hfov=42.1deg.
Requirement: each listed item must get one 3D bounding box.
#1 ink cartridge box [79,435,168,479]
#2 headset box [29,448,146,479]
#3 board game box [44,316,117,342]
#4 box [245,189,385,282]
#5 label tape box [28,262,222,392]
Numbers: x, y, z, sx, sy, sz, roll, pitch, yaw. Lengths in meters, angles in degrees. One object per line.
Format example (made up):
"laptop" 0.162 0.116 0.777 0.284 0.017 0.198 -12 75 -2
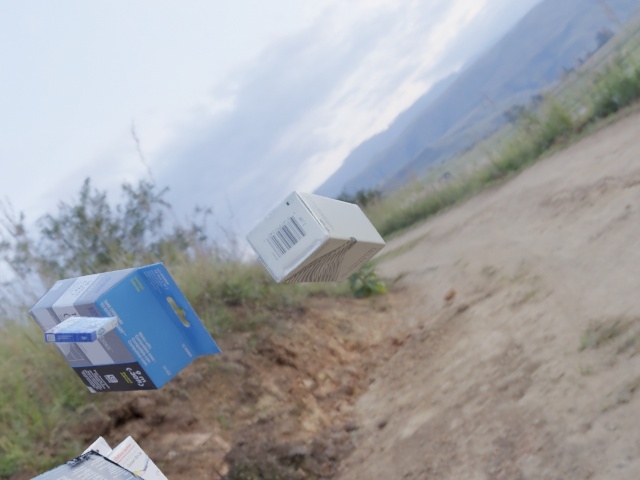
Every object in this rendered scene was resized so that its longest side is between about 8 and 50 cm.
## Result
"ink cartridge box" -0.422 0.510 1.810 0.067 0.198 0.115 -40 2 19
"headset box" -0.204 0.371 0.906 0.131 0.283 0.246 -63 -6 -1
"board game box" -0.410 0.152 1.430 0.090 0.020 0.090 -2 12 14
"box" 0.000 0.000 1.317 0.113 0.094 0.275 -41 -16 16
"label tape box" -0.402 0.186 1.695 0.334 0.240 0.106 -10 30 37
